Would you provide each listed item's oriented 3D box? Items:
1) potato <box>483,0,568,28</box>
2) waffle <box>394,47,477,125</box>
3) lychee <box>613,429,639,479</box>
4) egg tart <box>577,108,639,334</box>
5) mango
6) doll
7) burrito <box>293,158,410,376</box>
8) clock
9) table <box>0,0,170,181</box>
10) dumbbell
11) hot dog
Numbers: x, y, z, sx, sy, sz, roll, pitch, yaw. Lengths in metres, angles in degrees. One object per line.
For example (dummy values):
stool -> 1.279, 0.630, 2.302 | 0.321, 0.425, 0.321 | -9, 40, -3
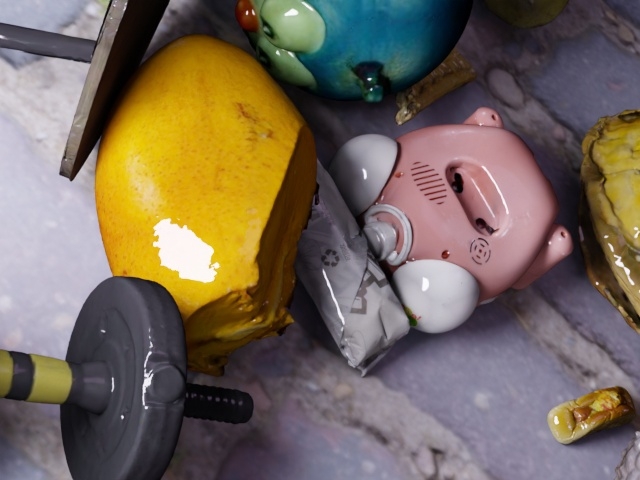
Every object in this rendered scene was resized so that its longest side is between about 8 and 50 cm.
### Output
potato -> 0.160, -0.273, 1.648 | 0.105, 0.085, 0.188 | -30, 77, -20
waffle -> 0.068, -0.148, 1.517 | 0.097, 0.023, 0.152 | 50, 32, 2
lychee -> 0.313, 0.203, 1.390 | 0.197, 0.165, 0.165 | 37, 46, 7
egg tart -> 0.350, -0.016, 1.589 | 0.297, 0.132, 0.297 | 21, 46, -23
mango -> -0.078, -0.039, 1.293 | 0.153, 0.126, 0.252 | -6, 61, 1
doll -> 0.019, -0.242, 1.445 | 0.186, 0.198, 0.322 | -4, 65, -7
burrito -> 0.001, 0.000, 1.378 | 0.064, 0.064, 0.203 | -19, 75, -41
clock -> 0.098, -0.020, 1.436 | 0.162, 0.093, 0.166 | -20, 75, -38
table -> -0.210, -0.261, 1.271 | 0.249, 0.317, 0.317 | 23, 50, -2
dumbbell -> -0.186, 0.082, 1.137 | 0.325, 0.143, 0.143 | 10, 57, -29
hot dog -> 0.217, 0.133, 1.457 | 0.090, 0.034, 0.030 | -12, 70, -40
